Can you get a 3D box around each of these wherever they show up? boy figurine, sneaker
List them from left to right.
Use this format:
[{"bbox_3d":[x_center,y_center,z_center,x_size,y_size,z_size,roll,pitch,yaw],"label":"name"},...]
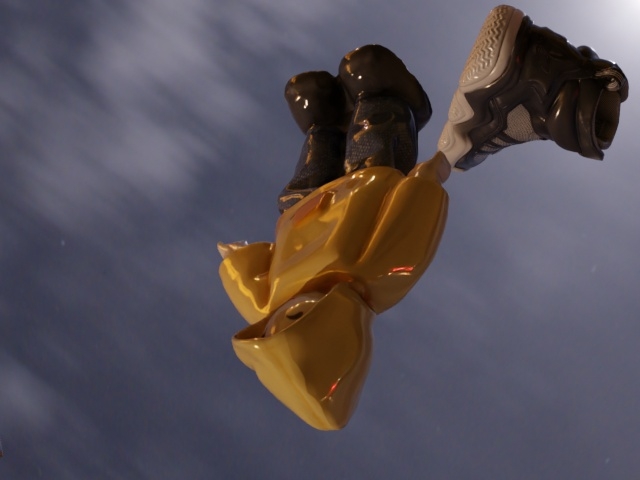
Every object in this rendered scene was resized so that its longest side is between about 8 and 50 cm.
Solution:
[{"bbox_3d":[0.000,0.000,0.789,0.177,0.092,0.285,-18,-143,29],"label":"boy figurine"},{"bbox_3d":[0.202,-0.116,1.166,0.153,0.268,0.101,22,-108,5],"label":"sneaker"}]

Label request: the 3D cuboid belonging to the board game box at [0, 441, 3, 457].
[{"bbox_3d":[-0.322,0.031,0.591,0.232,0.291,0.141,-18,-120,-4],"label":"board game box"}]
